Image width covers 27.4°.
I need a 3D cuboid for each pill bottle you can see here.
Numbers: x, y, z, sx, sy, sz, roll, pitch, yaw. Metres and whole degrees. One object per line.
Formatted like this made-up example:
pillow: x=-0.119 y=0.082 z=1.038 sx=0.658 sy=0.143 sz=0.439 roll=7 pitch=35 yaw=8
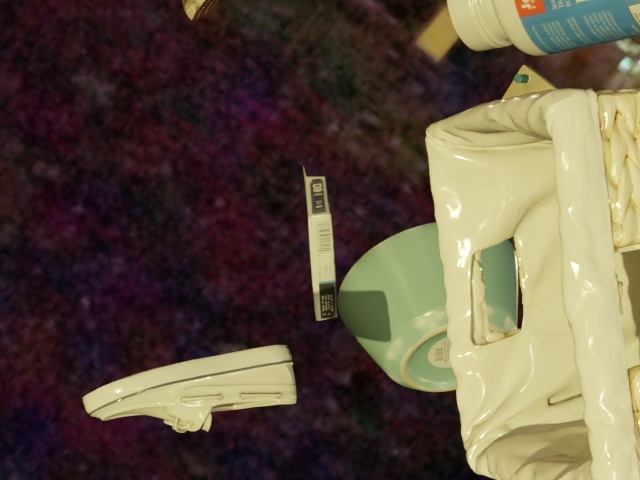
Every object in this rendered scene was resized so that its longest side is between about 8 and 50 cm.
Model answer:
pill bottle: x=0.231 y=-0.236 z=1.194 sx=0.124 sy=0.221 sz=0.124 roll=14 pitch=72 yaw=-51

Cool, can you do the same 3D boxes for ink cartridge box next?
ink cartridge box: x=0.000 y=0.000 z=2.309 sx=0.045 sy=0.206 sz=0.208 roll=-5 pitch=28 yaw=-1

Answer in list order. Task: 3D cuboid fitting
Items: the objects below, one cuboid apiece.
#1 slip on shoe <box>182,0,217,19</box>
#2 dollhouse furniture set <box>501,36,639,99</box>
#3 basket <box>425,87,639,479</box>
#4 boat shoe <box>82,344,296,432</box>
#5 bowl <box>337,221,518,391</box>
slip on shoe: x=-0.143 y=-0.315 z=1.634 sx=0.041 sy=0.051 sz=0.135 roll=59 pitch=-19 yaw=-3
dollhouse furniture set: x=0.295 y=-0.165 z=1.498 sx=0.286 sy=0.303 sz=0.198 roll=41 pitch=26 yaw=26
basket: x=0.266 y=0.035 z=1.092 sx=0.266 sy=0.328 sz=0.331 roll=-8 pitch=3 yaw=-13
boat shoe: x=-0.159 y=0.199 z=1.651 sx=0.096 sy=0.267 sz=0.088 roll=138 pitch=-60 yaw=-68
bowl: x=0.196 y=0.133 z=2.149 sx=0.311 sy=0.311 sz=0.163 roll=28 pitch=33 yaw=-39
